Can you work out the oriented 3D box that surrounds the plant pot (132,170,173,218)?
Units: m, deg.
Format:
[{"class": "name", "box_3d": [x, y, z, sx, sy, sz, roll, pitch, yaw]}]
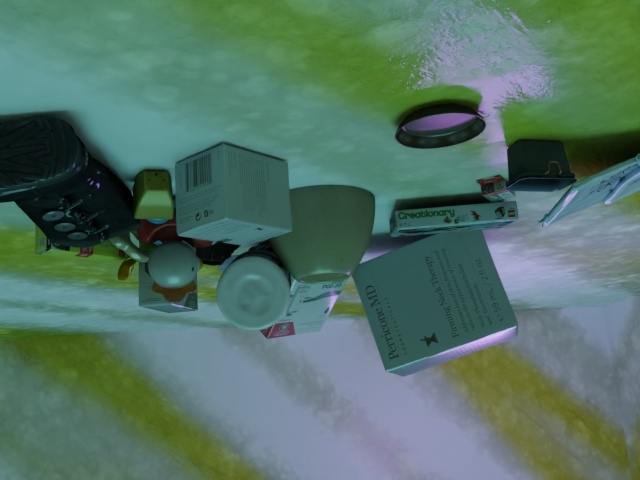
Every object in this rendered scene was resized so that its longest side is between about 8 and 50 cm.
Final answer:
[{"class": "plant pot", "box_3d": [-0.342, -0.100, 1.562, 0.081, 0.082, 0.083, 0, 149, -18]}]

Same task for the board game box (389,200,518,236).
[{"class": "board game box", "box_3d": [0.337, -0.054, 1.966, 0.305, 0.053, 0.193, -5, 174, 0]}]

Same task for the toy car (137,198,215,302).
[{"class": "toy car", "box_3d": [-0.315, 0.027, 1.740, 0.210, 0.238, 0.219, -2, 166, -13]}]

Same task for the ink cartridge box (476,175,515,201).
[{"class": "ink cartridge box", "box_3d": [0.420, -0.122, 1.816, 0.062, 0.029, 0.115, -12, 166, 28]}]

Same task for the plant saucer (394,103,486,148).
[{"class": "plant saucer", "box_3d": [0.219, -0.212, 1.400, 0.168, 0.029, 0.168, -5, 167, -1]}]

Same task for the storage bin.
[{"class": "storage bin", "box_3d": [0.450, -0.158, 1.562, 0.135, 0.091, 0.098, -1, 165, -17]}]

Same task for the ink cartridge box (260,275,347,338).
[{"class": "ink cartridge box", "box_3d": [-0.053, 0.135, 2.179, 0.207, 0.117, 0.283, -3, 132, -38]}]

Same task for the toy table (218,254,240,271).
[{"class": "toy table", "box_3d": [-0.187, 0.140, 2.395, 0.274, 0.161, 0.252, 1, 165, -17]}]

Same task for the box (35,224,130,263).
[{"class": "box", "box_3d": [-0.581, 0.001, 1.865, 0.058, 0.087, 0.232, -17, 160, 39]}]

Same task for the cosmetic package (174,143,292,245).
[{"class": "cosmetic package", "box_3d": [-0.173, -0.085, 1.518, 0.151, 0.152, 0.183, -15, 163, 40]}]

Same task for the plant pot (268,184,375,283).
[{"class": "plant pot", "box_3d": [0.000, 0.000, 1.839, 0.284, 0.191, 0.284, -4, 165, -1]}]

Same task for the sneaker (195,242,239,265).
[{"class": "sneaker", "box_3d": [-0.217, 0.006, 1.934, 0.221, 0.118, 0.083, 0, 165, -18]}]

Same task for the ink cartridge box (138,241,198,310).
[{"class": "ink cartridge box", "box_3d": [-0.389, 0.072, 1.951, 0.093, 0.213, 0.154, -6, 167, 19]}]

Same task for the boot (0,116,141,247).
[{"class": "boot", "box_3d": [-0.570, -0.089, 1.441, 0.366, 0.146, 0.445, -3, 170, -1]}]

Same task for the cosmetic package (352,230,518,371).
[{"class": "cosmetic package", "box_3d": [0.347, 0.186, 2.262, 0.393, 0.330, 0.327, -22, 164, 9]}]

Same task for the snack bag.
[{"class": "snack bag", "box_3d": [0.671, -0.130, 1.673, 0.342, 0.037, 0.323, -22, 167, -1]}]

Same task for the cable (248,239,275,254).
[{"class": "cable", "box_3d": [-0.111, 0.017, 2.183, 0.184, 0.047, 0.150, -3, 158, -23]}]

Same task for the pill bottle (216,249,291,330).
[{"class": "pill bottle", "box_3d": [-0.161, 0.115, 1.915, 0.176, 0.177, 0.318, -4, -176, -1]}]

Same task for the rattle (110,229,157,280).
[{"class": "rattle", "box_3d": [-0.498, 0.010, 1.812, 0.142, 0.130, 0.199, -22, 162, 22]}]
